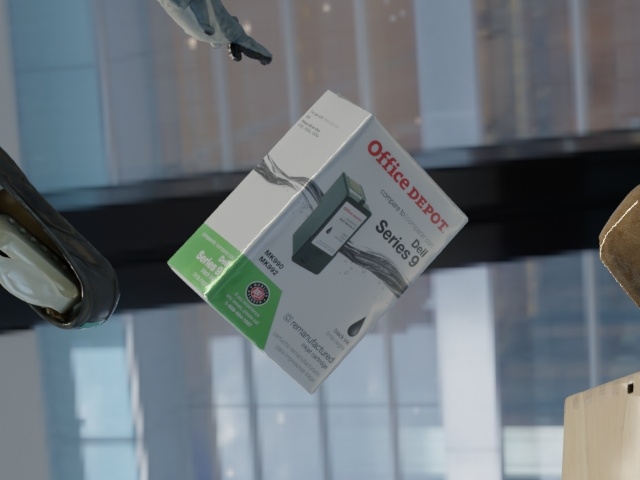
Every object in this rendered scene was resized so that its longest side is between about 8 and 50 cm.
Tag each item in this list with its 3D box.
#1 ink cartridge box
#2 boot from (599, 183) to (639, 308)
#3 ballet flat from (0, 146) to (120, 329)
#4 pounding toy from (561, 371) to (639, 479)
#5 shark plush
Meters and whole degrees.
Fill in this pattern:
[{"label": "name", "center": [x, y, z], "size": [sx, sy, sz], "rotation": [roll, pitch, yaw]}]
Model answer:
[{"label": "ink cartridge box", "center": [0.000, 0.000, 1.920], "size": [0.211, 0.289, 0.121], "rotation": [45, 175, -34]}, {"label": "boot", "center": [0.379, 0.072, 1.457], "size": [0.305, 0.115, 0.112], "rotation": [45, -175, 12]}, {"label": "ballet flat", "center": [-0.297, -0.023, 1.471], "size": [0.280, 0.095, 0.096], "rotation": [40, -158, -3]}, {"label": "pounding toy", "center": [0.211, 0.128, 0.841], "size": [0.100, 0.141, 0.130], "rotation": [-31, 48, 58]}, {"label": "shark plush", "center": [-0.093, -0.210, 1.432], "size": [0.161, 0.067, 0.073], "rotation": [42, 172, -21]}]
